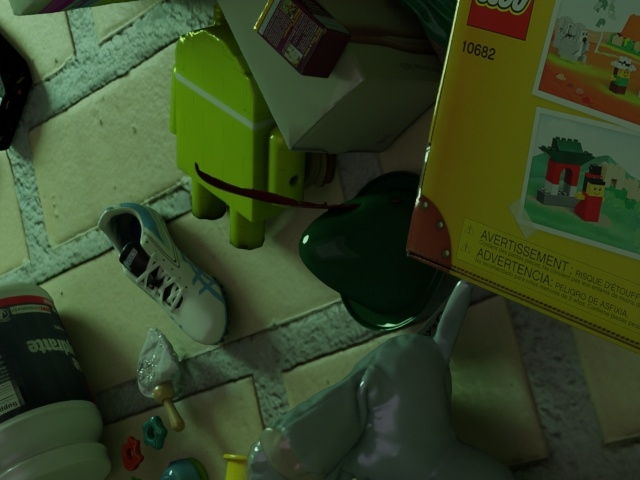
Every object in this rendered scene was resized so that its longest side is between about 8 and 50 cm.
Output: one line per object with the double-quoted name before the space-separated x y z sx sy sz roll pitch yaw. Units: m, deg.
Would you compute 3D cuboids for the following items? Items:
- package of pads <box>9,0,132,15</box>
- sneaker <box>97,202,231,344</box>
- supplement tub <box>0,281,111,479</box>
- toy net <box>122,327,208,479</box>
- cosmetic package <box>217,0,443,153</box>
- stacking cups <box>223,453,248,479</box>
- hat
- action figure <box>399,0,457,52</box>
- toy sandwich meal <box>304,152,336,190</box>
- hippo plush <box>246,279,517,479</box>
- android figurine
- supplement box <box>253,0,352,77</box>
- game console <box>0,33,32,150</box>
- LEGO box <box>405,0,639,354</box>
"package of pads" -0.203 -0.364 1.728 0.296 0.229 0.101 -26 85 44
"sneaker" -0.194 0.044 1.841 0.237 0.086 0.085 48 122 30
"supplement tub" -0.402 0.210 1.980 0.191 0.191 0.272 -44 63 37
"toy net" -0.199 0.225 1.888 0.122 0.045 0.232 -5 87 47
"cosmetic package" -0.005 -0.248 1.592 0.129 0.153 0.296 -41 66 36
"stacking cups" -0.086 0.403 1.687 0.096 0.096 0.316 -5 72 45
"hat" 0.000 0.000 1.560 0.208 0.183 0.173 -12 72 49
"action figure" 0.115 -0.279 1.533 0.232 0.063 0.137 45 124 29
"toy sandwich meal" -0.017 -0.094 1.699 0.085 0.029 0.086 6 98 50
"hippo plush" 0.096 0.230 1.522 0.294 0.234 0.236 -37 82 -5
"android figurine" -0.102 -0.133 1.715 0.248 0.056 0.273 34 131 45
"supplement box" -0.018 -0.205 1.475 0.083 0.043 0.055 47 118 31
"game console" -0.533 -0.149 2.196 0.213 0.044 0.361 45 121 35
"LEGO box" 0.339 -0.093 1.230 0.500 0.193 0.373 24 109 41
